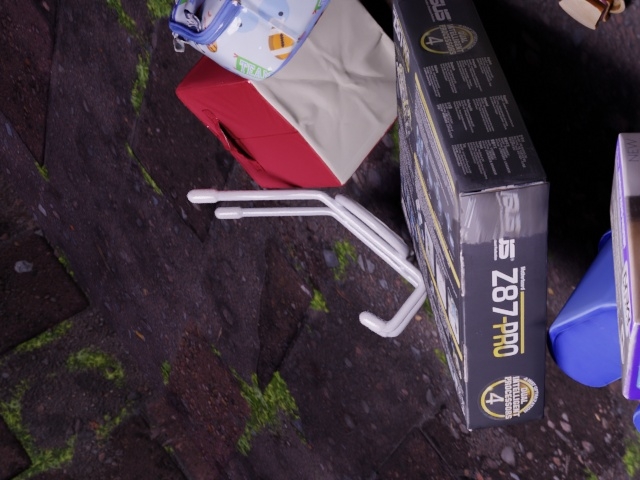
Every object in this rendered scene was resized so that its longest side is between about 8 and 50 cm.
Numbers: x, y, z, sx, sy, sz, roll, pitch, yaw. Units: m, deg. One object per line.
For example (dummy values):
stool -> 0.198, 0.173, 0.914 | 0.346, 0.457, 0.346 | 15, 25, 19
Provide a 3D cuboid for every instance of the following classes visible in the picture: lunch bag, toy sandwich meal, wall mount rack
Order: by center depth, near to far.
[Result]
toy sandwich meal -> 0.259, -0.240, 1.327 | 0.085, 0.029, 0.085 | 37, 175, 4
lunch bag -> -0.054, -0.322, 1.506 | 0.115, 0.303, 0.243 | 31, -176, -24
wall mount rack -> 0.000, 0.000, 1.753 | 0.304, 0.130, 0.350 | 39, 179, 7

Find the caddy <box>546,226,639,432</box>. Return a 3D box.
caddy -> 0.373, 0.076, 1.296 | 0.241, 0.179, 0.341 | 39, 162, -1

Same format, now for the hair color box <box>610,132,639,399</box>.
hair color box -> 0.392, 0.017, 1.003 | 0.110, 0.339, 0.185 | 79, -167, -51

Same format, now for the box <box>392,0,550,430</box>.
box -> 0.153, -0.046, 1.460 | 0.395, 0.097, 0.318 | -101, 2, -52

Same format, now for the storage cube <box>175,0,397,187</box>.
storage cube -> -0.024, -0.192, 1.669 | 0.183, 0.215, 0.193 | 48, 159, -23
